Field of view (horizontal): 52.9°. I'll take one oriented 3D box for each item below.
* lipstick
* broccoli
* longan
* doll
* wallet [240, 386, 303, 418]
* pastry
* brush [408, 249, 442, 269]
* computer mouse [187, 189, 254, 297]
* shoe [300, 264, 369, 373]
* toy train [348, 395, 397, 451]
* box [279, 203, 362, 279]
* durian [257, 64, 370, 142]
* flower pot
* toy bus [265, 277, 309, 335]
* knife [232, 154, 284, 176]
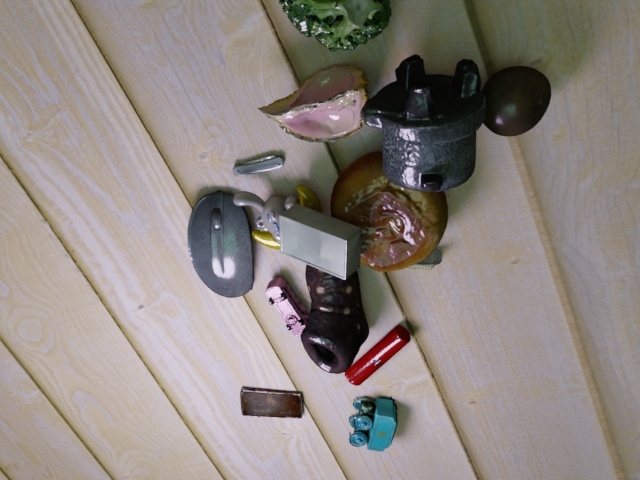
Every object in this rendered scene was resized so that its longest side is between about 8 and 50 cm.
[{"bbox_3d":[0.188,0.388,2.142,0.073,0.073,0.280,35,121,-11],"label":"lipstick"},{"bbox_3d":[0.057,-0.585,1.492,0.308,0.275,0.308,-9,121,-16],"label":"broccoli"},{"bbox_3d":[0.484,-0.349,1.606,0.187,0.167,0.167,-29,112,4],"label":"longan"},{"bbox_3d":[-0.107,-0.062,1.908,0.237,0.111,0.252,-13,127,16],"label":"doll"},{"bbox_3d":[-0.179,0.596,2.356,0.232,0.031,0.122,2,116,7],"label":"wallet"},{"bbox_3d":[0.189,-0.078,1.814,0.356,0.164,0.356,4,115,9],"label":"pastry"},{"bbox_3d":[0.219,0.053,1.954,0.297,0.068,0.060,7,143,11],"label":"brush"},{"bbox_3d":[-0.300,0.032,1.999,0.203,0.114,0.374,-1,119,12],"label":"computer mouse"},{"bbox_3d":[0.026,0.224,1.964,0.171,0.237,0.384,2,124,27],"label":"shoe"},{"bbox_3d":[0.186,0.648,2.272,0.163,0.112,0.203,9,124,-1],"label":"toy train"},{"bbox_3d":[0.000,0.000,1.779,0.225,0.086,0.129,22,129,29],"label":"box"},{"bbox_3d":[0.014,-0.338,1.711,0.305,0.185,0.195,-15,135,23],"label":"durian"},{"bbox_3d":[0.248,-0.290,1.567,0.299,0.299,0.283,3,129,9],"label":"flower pot"},{"bbox_3d":[-0.102,0.212,2.081,0.063,0.090,0.203,-22,113,22],"label":"toy bus"},{"bbox_3d":[-0.183,-0.220,1.882,0.162,0.023,0.044,-10,120,16],"label":"knife"}]
